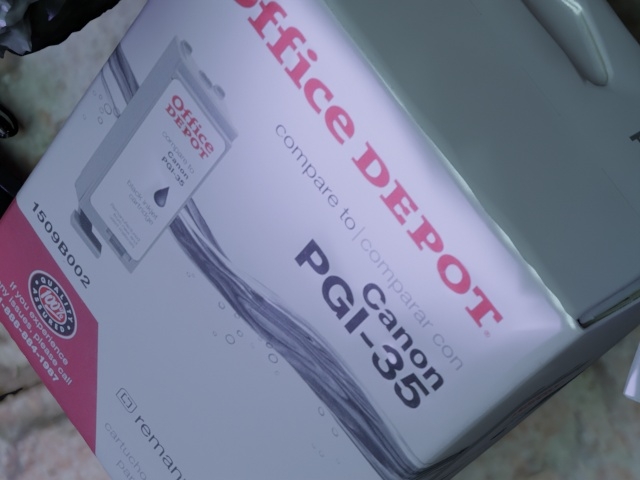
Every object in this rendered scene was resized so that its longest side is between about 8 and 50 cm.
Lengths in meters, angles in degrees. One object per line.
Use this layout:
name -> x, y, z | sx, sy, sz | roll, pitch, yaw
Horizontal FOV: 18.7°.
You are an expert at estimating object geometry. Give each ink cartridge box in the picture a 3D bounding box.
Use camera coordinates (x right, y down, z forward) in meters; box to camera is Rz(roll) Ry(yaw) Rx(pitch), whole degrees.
ink cartridge box -> 0.000, 0.000, 0.775 | 0.207, 0.117, 0.283 | 53, 138, 11

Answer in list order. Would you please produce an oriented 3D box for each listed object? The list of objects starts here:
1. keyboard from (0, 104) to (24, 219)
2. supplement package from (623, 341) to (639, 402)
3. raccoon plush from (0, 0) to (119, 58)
keyboard -> -0.181, -0.047, 0.970 | 0.192, 0.038, 0.100 | 39, 140, 16
supplement package -> 0.267, 0.017, 0.615 | 0.261, 0.204, 0.145 | 25, 111, 23
raccoon plush -> -0.189, -0.200, 0.566 | 0.299, 0.446, 0.216 | 108, 149, -60
